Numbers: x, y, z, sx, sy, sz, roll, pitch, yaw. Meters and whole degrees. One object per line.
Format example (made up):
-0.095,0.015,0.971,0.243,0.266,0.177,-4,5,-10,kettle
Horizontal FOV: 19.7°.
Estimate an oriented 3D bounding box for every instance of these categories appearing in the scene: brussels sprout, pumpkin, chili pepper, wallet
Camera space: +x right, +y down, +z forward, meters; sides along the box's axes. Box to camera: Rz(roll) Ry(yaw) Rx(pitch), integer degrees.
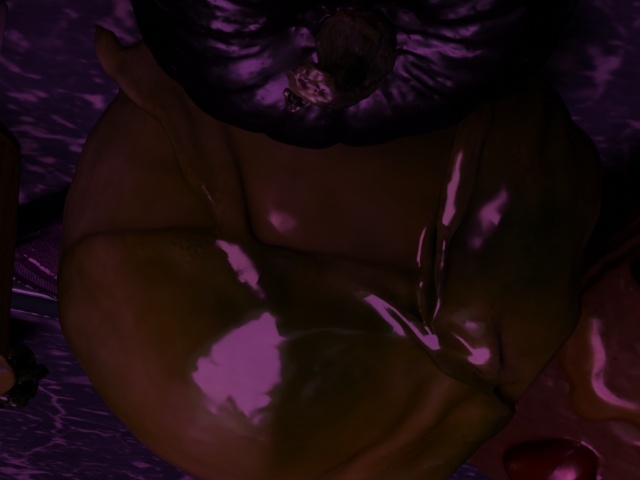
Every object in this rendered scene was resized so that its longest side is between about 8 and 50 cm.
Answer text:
0.002,0.002,0.917,0.259,0.227,0.294,6,138,-9,brussels sprout
0.014,-0.118,0.727,0.194,0.150,0.194,-14,171,-2,pumpkin
-0.311,0.104,1.528,0.278,0.065,0.122,1,163,28,chili pepper
-0.147,0.009,1.243,0.111,0.030,0.166,34,146,-31,wallet

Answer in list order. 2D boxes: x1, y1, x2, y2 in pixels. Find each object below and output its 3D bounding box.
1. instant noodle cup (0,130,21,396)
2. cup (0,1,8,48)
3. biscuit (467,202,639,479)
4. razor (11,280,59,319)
-0.269,0.002,1.121,0.205,0.153,0.205,8,161,3,instant noodle cup
-0.245,-0.086,0.954,0.142,0.173,0.134,14,127,-13,cup
0.249,0.093,1.043,0.368,0.076,0.394,43,137,-17,biscuit
-0.158,0.053,1.370,0.277,0.056,0.111,17,121,-8,razor
